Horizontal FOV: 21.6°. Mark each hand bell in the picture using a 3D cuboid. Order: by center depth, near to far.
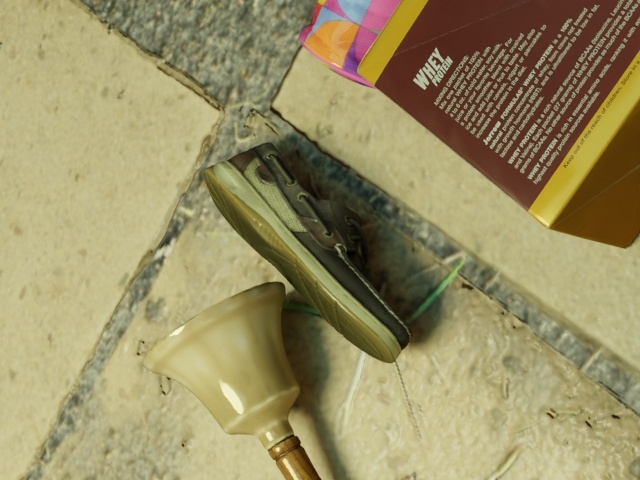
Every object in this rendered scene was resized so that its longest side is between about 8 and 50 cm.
[{"bbox_3d":[-0.024,0.166,1.272,0.126,0.126,0.242,-35,78,25],"label":"hand bell"}]

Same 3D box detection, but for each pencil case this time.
[{"bbox_3d":[0.074,-0.225,1.247,0.104,0.104,0.236,36,104,32],"label":"pencil case"}]

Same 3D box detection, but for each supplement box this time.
[{"bbox_3d":[0.169,-0.132,1.150,0.194,0.129,0.191,42,107,30],"label":"supplement box"}]

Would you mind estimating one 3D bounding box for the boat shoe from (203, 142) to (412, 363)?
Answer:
[{"bbox_3d":[0.000,0.000,1.278,0.073,0.080,0.223,-39,59,-12],"label":"boat shoe"}]
